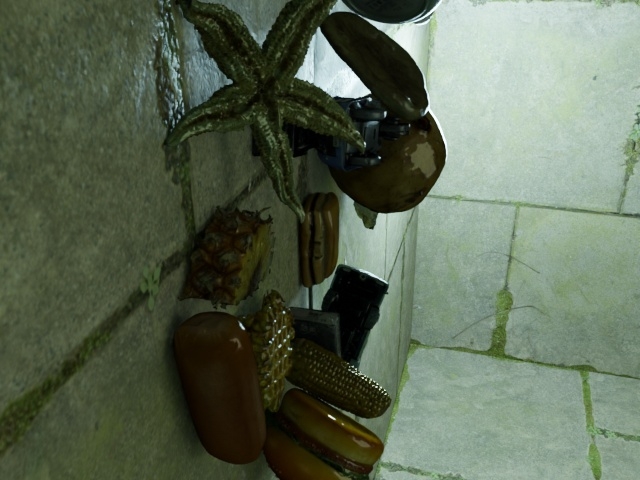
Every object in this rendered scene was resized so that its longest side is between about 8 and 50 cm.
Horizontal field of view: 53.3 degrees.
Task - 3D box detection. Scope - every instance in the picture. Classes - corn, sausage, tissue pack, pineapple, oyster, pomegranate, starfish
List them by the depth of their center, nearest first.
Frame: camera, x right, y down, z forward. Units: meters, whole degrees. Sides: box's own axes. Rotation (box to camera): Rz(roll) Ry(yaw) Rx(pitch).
[{"bbox_3d":[-0.075,-0.186,0.864,0.347,0.078,0.357,-23,121,-42],"label":"starfish"},{"bbox_3d":[-0.134,0.212,0.884,0.105,0.105,0.274,-66,157,-49],"label":"sausage"},{"bbox_3d":[-0.120,0.009,0.916,0.233,0.079,0.135,-45,149,-76],"label":"pineapple"},{"bbox_3d":[0.022,0.275,1.270,0.097,0.262,0.097,-56,-169,16],"label":"corn"},{"bbox_3d":[-0.014,0.211,1.325,0.051,0.112,0.156,-66,157,-51],"label":"tissue pack"},{"bbox_3d":[0.149,-0.202,1.436,0.281,0.281,0.281,7,90,-75],"label":"pomegranate"},{"bbox_3d":[0.119,-0.207,1.709,0.201,0.107,0.354,118,-29,-74],"label":"oyster"}]

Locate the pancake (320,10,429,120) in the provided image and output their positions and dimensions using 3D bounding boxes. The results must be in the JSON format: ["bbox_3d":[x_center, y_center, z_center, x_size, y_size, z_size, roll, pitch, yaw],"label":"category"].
[{"bbox_3d":[0.121,-0.371,1.322,0.049,0.294,0.294,-46,-172,33],"label":"pancake"}]

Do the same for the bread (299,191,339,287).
[{"bbox_3d":[0.000,0.000,1.377,0.116,0.077,0.200,-73,165,-62],"label":"bread"}]

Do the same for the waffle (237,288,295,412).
[{"bbox_3d":[-0.096,0.185,1.098,0.193,0.070,0.197,68,29,-61],"label":"waffle"}]

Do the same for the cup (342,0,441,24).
[{"bbox_3d":[0.180,-0.602,1.360,0.357,0.259,0.274,37,63,-56],"label":"cup"}]

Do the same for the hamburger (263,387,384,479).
[{"bbox_3d":[-0.008,0.407,1.237,0.170,0.246,0.246,-60,161,-9],"label":"hamburger"}]

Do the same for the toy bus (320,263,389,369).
[{"bbox_3d":[0.057,0.190,1.458,0.165,0.133,0.271,-24,136,-81],"label":"toy bus"}]

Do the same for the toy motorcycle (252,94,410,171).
[{"bbox_3d":[0.030,-0.204,1.148,0.358,0.213,0.125,-32,130,-66],"label":"toy motorcycle"}]
